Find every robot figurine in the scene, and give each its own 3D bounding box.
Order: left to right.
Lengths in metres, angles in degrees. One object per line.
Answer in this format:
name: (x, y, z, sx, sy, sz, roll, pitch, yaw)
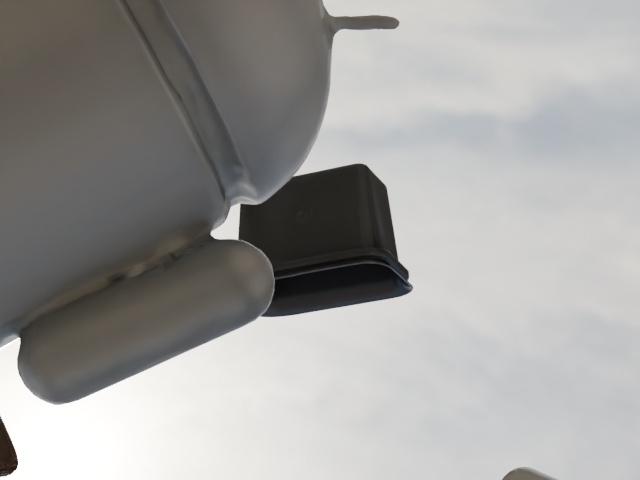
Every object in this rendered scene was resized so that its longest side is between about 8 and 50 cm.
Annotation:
robot figurine: (-0.143, -0.067, 0.777, 0.353, 0.300, 0.200, -30, 171, -6)

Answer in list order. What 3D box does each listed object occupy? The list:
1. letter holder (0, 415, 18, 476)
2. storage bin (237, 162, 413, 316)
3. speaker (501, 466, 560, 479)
letter holder: (-0.342, 0.039, 1.177, 0.214, 0.152, 0.302, 7, -159, -35)
storage bin: (0.000, 0.000, 1.229, 0.135, 0.098, 0.091, -10, -113, 20)
speaker: (0.219, 0.248, 1.450, 0.055, 0.055, 0.136, -20, -167, -21)
